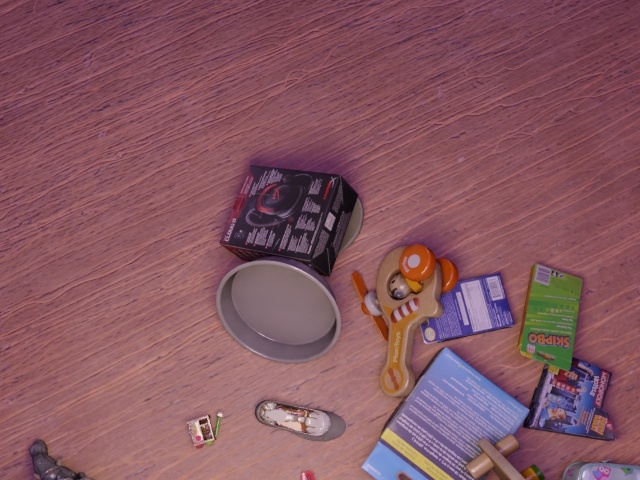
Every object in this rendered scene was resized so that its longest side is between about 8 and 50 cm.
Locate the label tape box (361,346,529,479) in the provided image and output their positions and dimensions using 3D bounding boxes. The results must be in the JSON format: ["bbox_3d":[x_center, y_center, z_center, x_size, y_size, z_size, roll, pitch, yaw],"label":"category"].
[{"bbox_3d":[0.276,0.448,1.644,0.241,0.106,0.333,38,77,6],"label":"label tape box"}]

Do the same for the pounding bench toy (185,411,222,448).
[{"bbox_3d":[-0.255,0.432,1.647,0.083,0.052,0.065,-17,77,-8],"label":"pounding bench toy"}]

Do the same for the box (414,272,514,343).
[{"bbox_3d":[0.343,0.167,1.759,0.225,0.036,0.136,-11,75,-6],"label":"box"}]

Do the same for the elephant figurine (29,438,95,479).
[{"bbox_3d":[-0.548,0.550,1.552,0.169,0.239,0.185,13,84,-22],"label":"elephant figurine"}]

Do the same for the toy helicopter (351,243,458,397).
[{"bbox_3d":[0.176,0.184,1.680,0.235,0.140,0.354,-5,70,38],"label":"toy helicopter"}]

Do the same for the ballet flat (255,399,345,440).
[{"bbox_3d":[-0.047,0.414,1.655,0.213,0.068,0.072,12,75,0],"label":"ballet flat"}]

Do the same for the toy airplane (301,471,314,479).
[{"bbox_3d":[0.003,0.591,1.630,0.151,0.028,0.151,1,76,-3],"label":"toy airplane"}]

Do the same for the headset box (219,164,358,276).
[{"bbox_3d":[-0.087,-0.053,1.708,0.293,0.110,0.218,9,71,32],"label":"headset box"}]

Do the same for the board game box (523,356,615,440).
[{"bbox_3d":[0.604,0.385,1.702,0.194,0.060,0.194,23,74,4],"label":"board game box"}]

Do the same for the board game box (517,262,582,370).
[{"bbox_3d":[0.550,0.184,1.732,0.124,0.039,0.259,19,55,2],"label":"board game box"}]

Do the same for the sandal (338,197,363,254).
[{"bbox_3d":[0.000,0.002,1.760,0.120,0.086,0.302,38,76,7],"label":"sandal"}]

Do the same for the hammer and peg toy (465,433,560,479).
[{"bbox_3d":[0.467,0.594,1.494,0.127,0.266,0.361,-35,109,-5],"label":"hammer and peg toy"}]

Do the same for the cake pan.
[{"bbox_3d":[-0.091,0.153,1.640,0.293,0.293,0.054,20,36,2],"label":"cake pan"}]

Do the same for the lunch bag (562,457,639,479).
[{"bbox_3d":[0.649,0.630,1.615,0.224,0.108,0.279,5,74,0],"label":"lunch bag"}]
